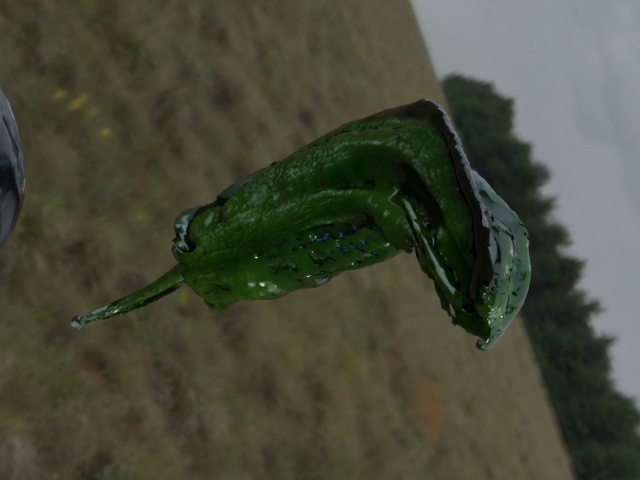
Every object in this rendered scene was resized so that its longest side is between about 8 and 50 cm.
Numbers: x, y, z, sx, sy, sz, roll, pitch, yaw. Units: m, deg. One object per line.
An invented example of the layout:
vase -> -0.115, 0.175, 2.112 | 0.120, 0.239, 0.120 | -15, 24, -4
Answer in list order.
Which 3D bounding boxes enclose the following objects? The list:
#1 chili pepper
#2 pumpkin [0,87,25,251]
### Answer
chili pepper -> 0.000, 0.000, 0.643 | 0.065, 0.279, 0.122 | 50, 56, -22
pumpkin -> -0.213, -0.002, 0.498 | 0.163, 0.233, 0.233 | 40, 18, -18
